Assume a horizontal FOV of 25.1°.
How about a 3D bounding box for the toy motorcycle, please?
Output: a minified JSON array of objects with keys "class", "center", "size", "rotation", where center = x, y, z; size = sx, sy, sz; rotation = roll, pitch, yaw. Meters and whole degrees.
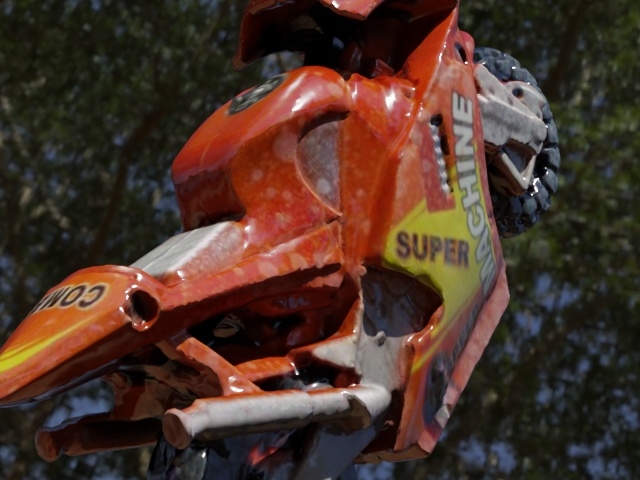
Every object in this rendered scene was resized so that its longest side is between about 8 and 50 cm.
[{"class":"toy motorcycle","center":[0.002,0.001,0.538],"size":[0.089,0.298,0.171],"rotation":[-7,-54,41]}]
